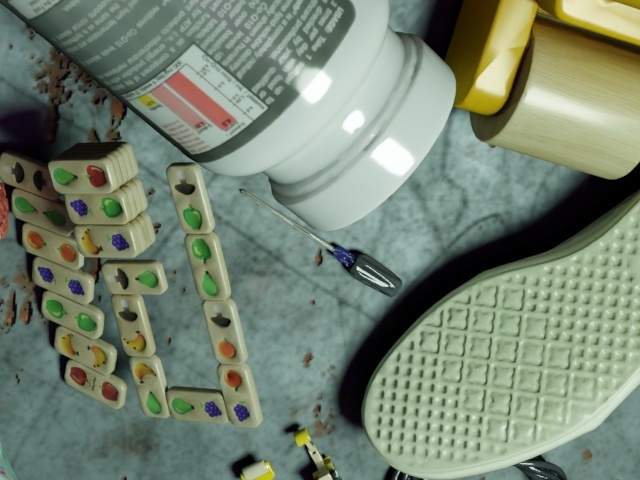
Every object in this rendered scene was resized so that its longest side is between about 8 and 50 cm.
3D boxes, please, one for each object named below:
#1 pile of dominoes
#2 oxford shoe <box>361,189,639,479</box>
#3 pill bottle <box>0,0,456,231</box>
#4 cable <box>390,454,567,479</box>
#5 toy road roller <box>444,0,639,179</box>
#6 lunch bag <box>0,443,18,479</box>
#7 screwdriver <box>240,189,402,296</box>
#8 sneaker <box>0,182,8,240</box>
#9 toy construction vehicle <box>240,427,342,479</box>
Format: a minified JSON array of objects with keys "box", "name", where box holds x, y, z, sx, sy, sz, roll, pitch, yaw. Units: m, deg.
[{"box":[-0.163,0.043,1.394,0.196,0.040,0.251,0,115,30],"name":"pile of dominoes"},{"box":[0.240,0.066,1.529,0.449,0.130,0.169,-36,77,1],"name":"oxford shoe"},{"box":[-0.080,-0.180,1.316,0.363,0.210,0.210,40,94,-22],"name":"pill bottle"},{"box":[0.154,0.250,1.609,0.184,0.047,0.150,39,95,-23],"name":"cable"},{"box":[0.256,-0.202,1.383,0.202,0.240,0.330,14,103,-19],"name":"toy road roller"},{"box":[-0.316,0.224,1.378,0.160,0.223,0.262,-13,109,-17],"name":"lunch bag"},{"box":[0.000,0.000,1.505,0.170,0.025,0.024,33,97,-13],"name":"screwdriver"},{"box":[-0.347,-0.059,1.363,0.225,0.088,0.093,30,118,-22],"name":"sneaker"},{"box":[-0.022,0.225,1.564,0.086,0.035,0.098,-30,111,8],"name":"toy construction vehicle"}]
